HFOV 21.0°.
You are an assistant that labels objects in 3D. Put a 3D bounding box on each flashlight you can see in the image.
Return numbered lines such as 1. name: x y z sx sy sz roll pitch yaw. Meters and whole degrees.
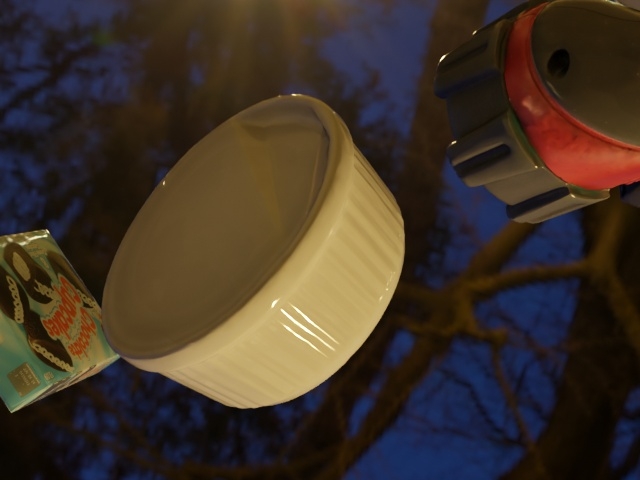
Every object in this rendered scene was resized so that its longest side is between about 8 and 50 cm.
1. flashlight: 0.186 -0.097 0.735 0.103 0.304 0.103 6 -112 -40

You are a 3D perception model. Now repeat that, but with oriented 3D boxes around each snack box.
1. snack box: -0.334 0.084 1.990 0.187 0.060 0.322 56 -171 2

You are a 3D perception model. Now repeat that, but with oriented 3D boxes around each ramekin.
1. ramekin: -0.048 0.019 1.463 0.127 0.273 0.273 40 -165 -30

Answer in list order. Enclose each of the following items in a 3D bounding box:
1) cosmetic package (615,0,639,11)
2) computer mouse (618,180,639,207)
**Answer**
1. cosmetic package: 0.346 -0.273 1.275 0.129 0.296 0.153 48 180 10
2. computer mouse: 0.297 -0.110 1.073 0.072 0.272 0.188 63 -177 7
